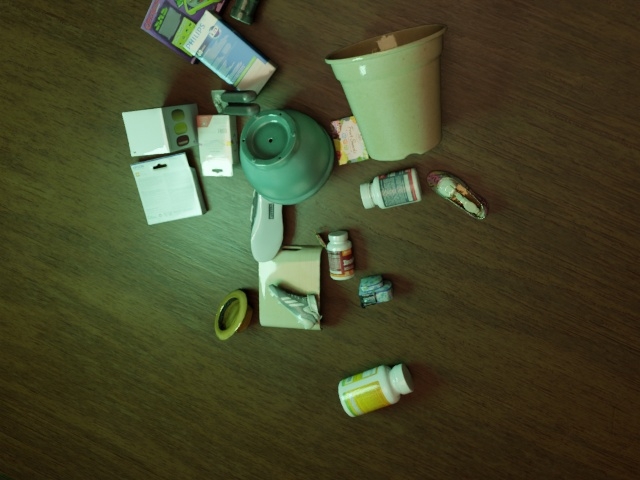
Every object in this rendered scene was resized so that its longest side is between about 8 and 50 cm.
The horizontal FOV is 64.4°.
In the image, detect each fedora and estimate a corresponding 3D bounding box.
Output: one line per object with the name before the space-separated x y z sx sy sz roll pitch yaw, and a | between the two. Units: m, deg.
fedora | -0.307 0.277 1.851 0.079 0.194 0.194 26 117 -37

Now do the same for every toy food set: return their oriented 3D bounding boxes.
toy food set | -0.099 0.168 1.794 0.219 0.092 0.307 2 100 13

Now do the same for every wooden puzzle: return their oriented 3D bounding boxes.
wooden puzzle | 0.000 0.000 1.729 0.006 0.049 0.083 -35 98 -9

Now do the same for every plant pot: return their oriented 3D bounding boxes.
plant pot | -0.122 -0.274 1.523 0.292 0.196 0.294 -3 78 15
plant pot | 0.212 -0.405 1.429 0.333 0.334 0.306 -10 117 15

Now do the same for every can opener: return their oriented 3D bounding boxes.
can opener | -0.249 -0.425 1.540 0.283 0.095 0.076 21 131 52

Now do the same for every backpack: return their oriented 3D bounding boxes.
backpack | 0.187 0.167 1.712 0.114 0.105 0.084 -9 107 10

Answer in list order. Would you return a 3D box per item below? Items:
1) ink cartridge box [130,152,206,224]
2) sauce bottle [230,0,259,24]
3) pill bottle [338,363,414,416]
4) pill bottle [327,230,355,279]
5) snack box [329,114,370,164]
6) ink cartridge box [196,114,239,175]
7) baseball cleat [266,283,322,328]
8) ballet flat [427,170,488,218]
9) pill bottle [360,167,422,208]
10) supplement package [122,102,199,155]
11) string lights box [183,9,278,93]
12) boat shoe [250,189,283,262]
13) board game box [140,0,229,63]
ink cartridge box | -0.533 -0.182 1.787 0.223 0.045 0.224 -8 105 14
sauce bottle | -0.171 -0.809 1.471 0.111 0.111 0.345 28 113 2
pill bottle | 0.200 0.527 1.809 0.245 0.136 0.137 -25 101 19
pill bottle | 0.068 0.049 1.709 0.085 0.086 0.152 -4 107 13
snack box | 0.094 -0.319 1.609 0.100 0.037 0.141 -10 105 14
ink cartridge box | -0.338 -0.317 1.689 0.115 0.067 0.198 3 107 12
baseball cleat | -0.081 0.202 1.722 0.206 0.072 0.109 44 90 0
ballet flat | 0.429 -0.140 1.572 0.221 0.079 0.077 35 112 0
pill bottle | 0.221 -0.158 1.596 0.180 0.108 0.108 -12 105 15
supplement package | -0.492 -0.355 1.615 0.133 0.244 0.139 -3 108 13
string lights box | -0.273 -0.566 1.562 0.259 0.077 0.133 38 111 -14
boat shoe | -0.189 -0.079 1.717 0.108 0.102 0.302 -3 107 -22
board game box | -0.394 -0.755 1.570 0.208 0.056 0.347 34 111 -4
